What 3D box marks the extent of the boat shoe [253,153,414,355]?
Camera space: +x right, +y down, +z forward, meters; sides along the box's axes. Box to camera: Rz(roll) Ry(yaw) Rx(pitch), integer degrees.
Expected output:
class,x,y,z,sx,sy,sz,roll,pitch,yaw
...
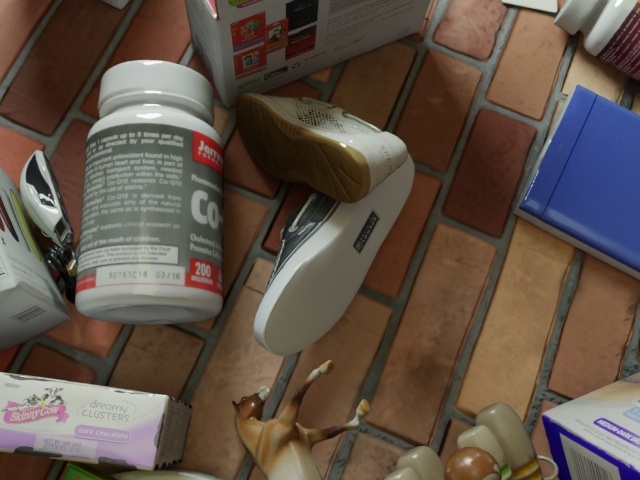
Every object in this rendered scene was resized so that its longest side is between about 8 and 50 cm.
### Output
class,x,y,z,sx,sy,sz,roll,pitch,yaw
boat shoe,0.000,0.000,0.794,0.102,0.108,0.301,15,66,42

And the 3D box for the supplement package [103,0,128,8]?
class,x,y,z,sx,sy,sz,roll,pitch,yaw
supplement package,-0.306,-0.474,0.804,0.177,0.293,0.175,28,73,4

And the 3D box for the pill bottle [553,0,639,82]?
class,x,y,z,sx,sy,sz,roll,pitch,yaw
pill bottle,0.449,-0.293,0.902,0.221,0.121,0.121,33,74,5

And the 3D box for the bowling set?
class,x,y,z,sx,sy,sz,roll,pitch,yaw
bowling set,0.144,0.294,0.674,0.287,0.200,0.154,-26,79,-7

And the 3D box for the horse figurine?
class,x,y,z,sx,sy,sz,roll,pitch,yaw
horse figurine,-0.002,0.251,0.668,0.174,0.066,0.263,-39,65,27

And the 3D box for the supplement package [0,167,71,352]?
class,x,y,z,sx,sy,sz,roll,pitch,yaw
supplement package,-0.402,0.013,0.706,0.149,0.194,0.203,-25,78,-12

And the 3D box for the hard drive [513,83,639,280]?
class,x,y,z,sx,sy,sz,roll,pitch,yaw
hard drive,0.447,-0.051,0.873,0.318,0.040,0.210,28,73,4

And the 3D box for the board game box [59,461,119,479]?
class,x,y,z,sx,sy,sz,roll,pitch,yaw
board game box,-0.189,0.303,0.644,0.181,0.043,0.092,25,73,3

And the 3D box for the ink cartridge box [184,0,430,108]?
class,x,y,z,sx,sy,sz,roll,pitch,yaw
ink cartridge box,-0.008,-0.331,0.798,0.309,0.272,0.130,-24,77,-11

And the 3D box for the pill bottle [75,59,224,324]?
class,x,y,z,sx,sy,sz,roll,pitch,yaw
pill bottle,-0.193,-0.053,0.759,0.161,0.161,0.283,-1,74,-5

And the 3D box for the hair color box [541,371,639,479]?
class,x,y,z,sx,sy,sz,roll,pitch,yaw
hair color box,0.448,0.200,0.715,0.338,0.185,0.110,-18,96,-10

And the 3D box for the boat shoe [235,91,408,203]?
class,x,y,z,sx,sy,sz,roll,pitch,yaw
boat shoe,-0.006,-0.124,0.788,0.096,0.098,0.277,-27,39,-28

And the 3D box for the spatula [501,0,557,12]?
class,x,y,z,sx,sy,sz,roll,pitch,yaw
spatula,0.249,-0.440,0.985,0.241,0.019,0.168,11,79,0

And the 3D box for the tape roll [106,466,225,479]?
class,x,y,z,sx,sy,sz,roll,pitch,yaw
tape roll,-0.184,0.438,0.665,0.391,0.072,0.392,1,74,-4

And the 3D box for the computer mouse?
class,x,y,z,sx,sy,sz,roll,pitch,yaw
computer mouse,-0.327,-0.021,0.782,0.042,0.106,0.193,-21,67,-13

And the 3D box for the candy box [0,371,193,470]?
class,x,y,z,sx,sy,sz,roll,pitch,yaw
candy box,-0.230,0.187,0.668,0.164,0.196,0.070,9,73,-1
